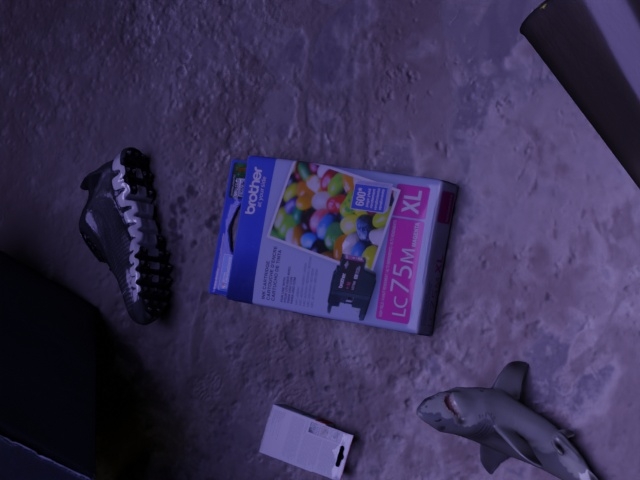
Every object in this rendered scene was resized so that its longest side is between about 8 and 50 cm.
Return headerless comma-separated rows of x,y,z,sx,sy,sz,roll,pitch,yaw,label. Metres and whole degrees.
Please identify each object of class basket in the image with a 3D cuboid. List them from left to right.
0.353,-0.178,1.542,0.204,0.154,0.226,-28,78,21,basket

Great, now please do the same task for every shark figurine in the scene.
0.233,0.253,1.603,0.278,0.166,0.116,40,129,5,shark figurine

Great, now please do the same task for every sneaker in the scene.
-0.260,0.003,1.854,0.106,0.078,0.234,-18,74,26,sneaker

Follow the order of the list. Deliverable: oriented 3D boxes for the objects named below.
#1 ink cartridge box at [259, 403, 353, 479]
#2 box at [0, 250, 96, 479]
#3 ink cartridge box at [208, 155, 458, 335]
-0.013,0.246,1.739,0.115,0.029,0.062,17,92,24,ink cartridge box
-0.511,0.278,1.694,0.297,0.480,0.471,31,103,-18,box
0.000,0.000,1.740,0.311,0.065,0.185,9,89,27,ink cartridge box
